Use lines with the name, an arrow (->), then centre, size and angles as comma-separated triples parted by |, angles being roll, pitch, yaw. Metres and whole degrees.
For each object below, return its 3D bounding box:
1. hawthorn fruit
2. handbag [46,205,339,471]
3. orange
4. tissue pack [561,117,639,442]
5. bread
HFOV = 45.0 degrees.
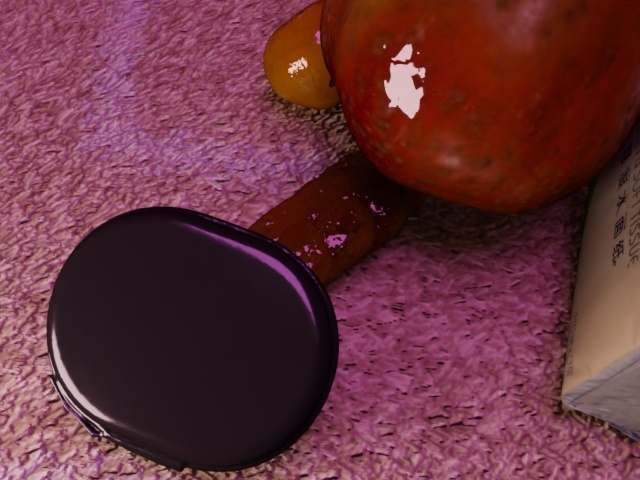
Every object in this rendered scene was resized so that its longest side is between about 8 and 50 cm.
hawthorn fruit -> 0.205, -0.252, 0.870 | 0.403, 0.403, 0.402 | 3, 56, -4
handbag -> -0.134, 0.102, 0.798 | 0.308, 0.093, 0.253 | 21, 88, 7
orange -> 0.002, -0.252, 1.067 | 0.136, 0.159, 0.159 | 50, 58, -18
tissue pack -> 0.428, -0.020, 0.833 | 0.205, 0.331, 0.405 | 21, 56, -5
bread -> -0.001, -0.001, 0.934 | 0.124, 0.084, 0.344 | 34, 59, 31
